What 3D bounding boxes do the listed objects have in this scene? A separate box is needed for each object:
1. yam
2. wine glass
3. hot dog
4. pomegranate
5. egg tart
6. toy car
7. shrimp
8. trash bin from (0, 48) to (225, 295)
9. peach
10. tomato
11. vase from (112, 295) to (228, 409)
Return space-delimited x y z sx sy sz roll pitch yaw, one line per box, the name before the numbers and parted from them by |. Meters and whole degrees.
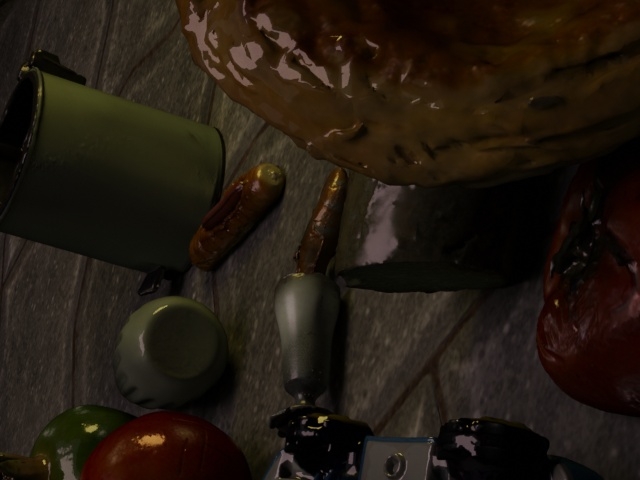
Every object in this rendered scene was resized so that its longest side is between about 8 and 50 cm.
yam | 0.103 -0.084 1.281 0.161 0.161 0.268 -15 60 64
wine glass | -0.016 0.114 1.527 0.072 0.072 0.155 -45 37 49
hot dog | -0.109 -0.032 1.872 0.216 0.047 0.066 -42 35 51
pomegranate | -0.295 0.286 1.854 0.187 0.225 0.187 -15 71 53
egg tart | 0.110 -0.203 1.124 0.178 0.443 0.443 76 -167 -58
toy car | 0.076 0.232 1.108 0.314 0.166 0.198 -8 67 47
shrimp | -0.008 -0.002 1.621 0.162 0.045 0.095 -71 23 12
trash bin | -0.287 -0.084 2.036 0.217 0.262 0.277 -23 54 61
peach | -0.159 0.262 1.621 0.197 0.197 0.197 -47 34 47
tomato | 0.210 0.013 1.048 0.228 0.101 0.228 -165 90 -70
vase | -0.191 0.145 1.854 0.248 0.128 0.128 139 142 -67
